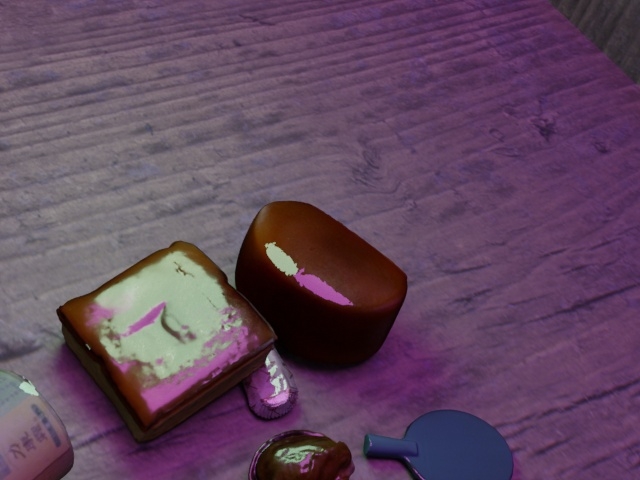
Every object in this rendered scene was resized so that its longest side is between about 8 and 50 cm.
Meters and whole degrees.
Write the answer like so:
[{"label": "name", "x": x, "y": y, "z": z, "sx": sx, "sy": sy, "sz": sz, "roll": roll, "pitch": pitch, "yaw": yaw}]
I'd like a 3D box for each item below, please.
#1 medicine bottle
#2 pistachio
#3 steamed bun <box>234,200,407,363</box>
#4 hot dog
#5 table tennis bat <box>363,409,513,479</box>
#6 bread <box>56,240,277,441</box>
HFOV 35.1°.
[{"label": "medicine bottle", "x": -0.633, "y": 0.415, "z": 1.665, "sx": 0.236, "sy": 0.235, "sz": 0.406, "roll": 37, "pitch": 46, "yaw": 15}, {"label": "pistachio", "x": -0.035, "y": 0.437, "z": 1.937, "sx": 0.210, "sy": 0.130, "sz": 0.165, "roll": -7, "pitch": 54, "yaw": -14}, {"label": "steamed bun", "x": -0.021, "y": 0.102, "z": 2.170, "sx": 0.379, "sy": 0.235, "sz": 0.248, "roll": 36, "pitch": 42, "yaw": 12}, {"label": "hot dog", "x": -0.117, "y": 0.280, "z": 2.099, "sx": 0.108, "sy": 0.059, "sz": 0.191, "roll": -17, "pitch": 58, "yaw": -19}, {"label": "table tennis bat", "x": 0.247, "y": 0.440, "z": 2.096, "sx": 0.329, "sy": 0.044, "sz": 0.215, "roll": 9, "pitch": 48, "yaw": -15}, {"label": "bread", "x": -0.309, "y": 0.192, "z": 2.020, "sx": 0.333, "sy": 0.143, "sz": 0.323, "roll": -33, "pitch": 66, "yaw": -27}]
